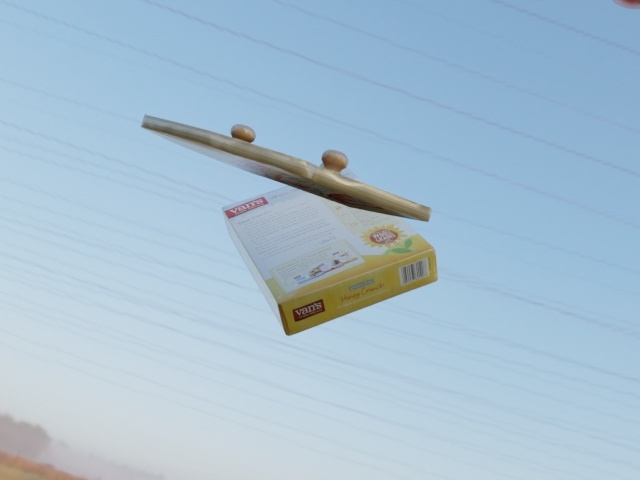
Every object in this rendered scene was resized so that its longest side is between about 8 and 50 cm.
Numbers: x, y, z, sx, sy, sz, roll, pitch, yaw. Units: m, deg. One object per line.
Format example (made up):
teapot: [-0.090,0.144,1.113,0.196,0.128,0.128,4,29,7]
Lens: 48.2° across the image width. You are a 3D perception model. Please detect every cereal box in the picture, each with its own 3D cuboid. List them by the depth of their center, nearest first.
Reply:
cereal box: [0.000,0.000,0.807,0.173,0.240,0.047,-19,-59,-12]

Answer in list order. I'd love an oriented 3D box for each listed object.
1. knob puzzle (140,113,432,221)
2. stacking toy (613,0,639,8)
knob puzzle: [-0.034,-0.063,0.529,0.213,0.030,0.213,19,1,0]
stacking toy: [0.242,-0.165,0.377,0.330,0.141,0.141,17,-24,25]
